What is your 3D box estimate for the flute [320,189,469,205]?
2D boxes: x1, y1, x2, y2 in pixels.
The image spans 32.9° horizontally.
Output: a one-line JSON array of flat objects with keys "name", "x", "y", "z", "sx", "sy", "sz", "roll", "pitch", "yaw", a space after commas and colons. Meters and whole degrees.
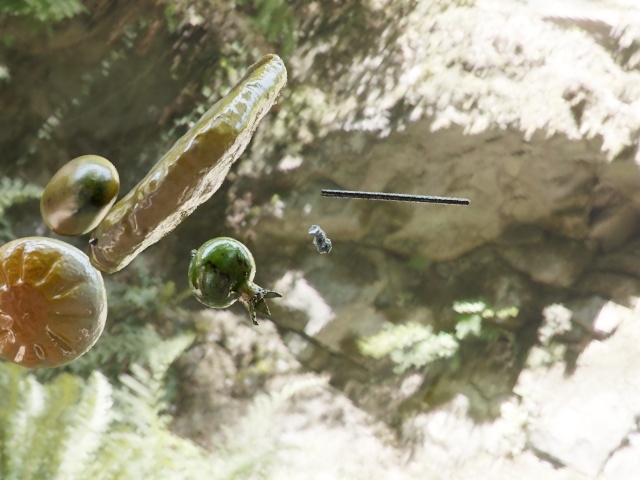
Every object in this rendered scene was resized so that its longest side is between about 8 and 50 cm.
[{"name": "flute", "x": 0.129, "y": -0.076, "z": 1.916, "sx": 0.269, "sy": 0.014, "sz": 0.014, "roll": 5, "pitch": -37, "yaw": 15}]

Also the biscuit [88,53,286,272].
[{"name": "biscuit", "x": -0.228, "y": -0.116, "z": 1.860, "sx": 0.104, "sy": 0.446, "sz": 0.429, "roll": 44, "pitch": -63, "yaw": -10}]

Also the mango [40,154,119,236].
[{"name": "mango", "x": -0.444, "y": -0.088, "z": 2.026, "sx": 0.120, "sy": 0.151, "sz": 0.221, "roll": 33, "pitch": -35, "yaw": -20}]

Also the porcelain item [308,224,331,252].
[{"name": "porcelain item", "x": 0.000, "y": 0.000, "z": 2.437, "sx": 0.028, "sy": 0.036, "sz": 0.083, "roll": 52, "pitch": -3, "yaw": 44}]

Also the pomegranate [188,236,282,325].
[{"name": "pomegranate", "x": -0.191, "y": 0.090, "z": 2.352, "sx": 0.220, "sy": 0.156, "sz": 0.156, "roll": 43, "pitch": -31, "yaw": -6}]

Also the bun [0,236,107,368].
[{"name": "bun", "x": -0.620, "y": 0.145, "z": 2.361, "sx": 0.299, "sy": 0.299, "sz": 0.165, "roll": 33, "pitch": 8, "yaw": -1}]
